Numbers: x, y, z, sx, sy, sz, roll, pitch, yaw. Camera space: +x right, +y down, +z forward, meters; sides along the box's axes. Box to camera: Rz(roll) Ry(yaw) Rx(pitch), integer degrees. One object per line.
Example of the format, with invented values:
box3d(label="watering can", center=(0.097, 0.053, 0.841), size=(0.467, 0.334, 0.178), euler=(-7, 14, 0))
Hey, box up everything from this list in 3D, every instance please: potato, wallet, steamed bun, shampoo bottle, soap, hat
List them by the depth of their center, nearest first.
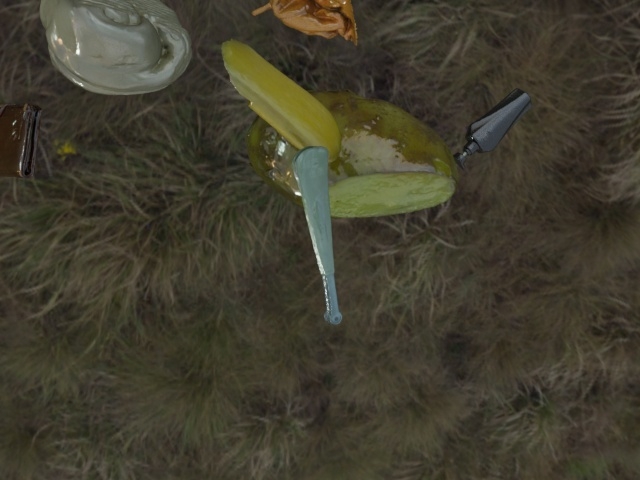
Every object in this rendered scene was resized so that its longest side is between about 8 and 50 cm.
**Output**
box3d(label="soap", center=(-0.040, -0.146, 0.677), size=(0.168, 0.089, 0.033), euler=(38, 123, -23))
box3d(label="wallet", center=(-0.410, -0.124, 0.816), size=(0.026, 0.176, 0.095), euler=(12, 86, -52))
box3d(label="potato", center=(0.038, -0.114, 0.867), size=(0.298, 0.176, 0.141), euler=(14, 163, 22))
box3d(label="shampoo bottle", center=(0.236, -0.155, 0.902), size=(0.137, 0.027, 0.048), euler=(-43, 96, -8))
box3d(label="steamed bun", center=(-0.511, -0.483, 1.577), size=(0.343, 0.367, 0.255), euler=(3, 130, -43))
box3d(label="hat", center=(-0.052, -0.571, 1.585), size=(0.233, 0.233, 0.244), euler=(-15, 115, -1))

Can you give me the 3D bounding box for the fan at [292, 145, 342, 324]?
box3d(label="fan", center=(0.000, 0.000, 0.649), size=(0.038, 0.016, 0.193), euler=(-21, 117, -28))
